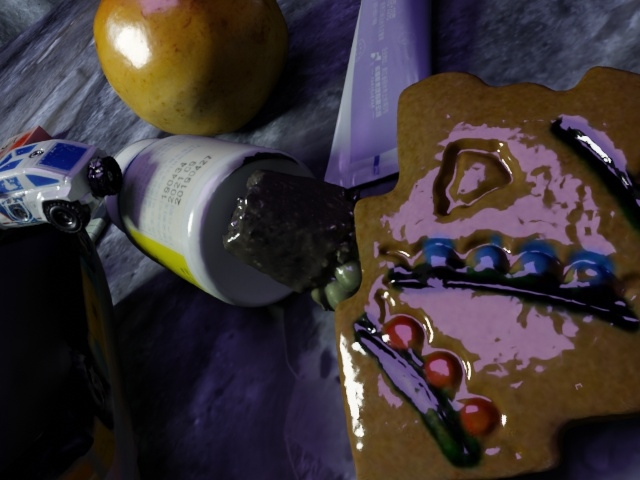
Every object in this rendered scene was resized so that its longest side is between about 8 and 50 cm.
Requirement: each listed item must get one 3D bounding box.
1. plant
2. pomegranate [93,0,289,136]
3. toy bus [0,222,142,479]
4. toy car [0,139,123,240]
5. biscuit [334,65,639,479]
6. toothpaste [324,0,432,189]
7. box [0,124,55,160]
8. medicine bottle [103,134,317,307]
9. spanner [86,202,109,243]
[{"bbox_3d":[0.000,0.000,0.503,0.092,0.143,0.094,-61,11,26],"label":"plant"},{"bbox_3d":[-0.170,-0.263,0.865,0.264,0.264,0.264,-26,38,22],"label":"pomegranate"},{"bbox_3d":[-0.256,0.124,0.587,0.171,0.162,0.386,-26,36,-7],"label":"toy bus"},{"bbox_3d":[-0.268,-0.051,0.620,0.170,0.070,0.080,-7,38,20],"label":"toy car"},{"bbox_3d":[0.116,0.025,0.388,0.278,0.043,0.301,28,82,32],"label":"biscuit"},{"bbox_3d":[0.075,-0.213,0.719,0.125,0.080,0.371,-16,48,32],"label":"toothpaste"},{"bbox_3d":[-0.640,-0.177,1.374,0.156,0.060,0.111,-7,46,38],"label":"box"},{"bbox_3d":[-0.119,-0.034,0.649,0.143,0.143,0.258,-52,37,-13],"label":"medicine bottle"},{"bbox_3d":[-0.349,0.020,0.919,0.087,0.024,0.316,-14,44,42],"label":"spanner"}]
